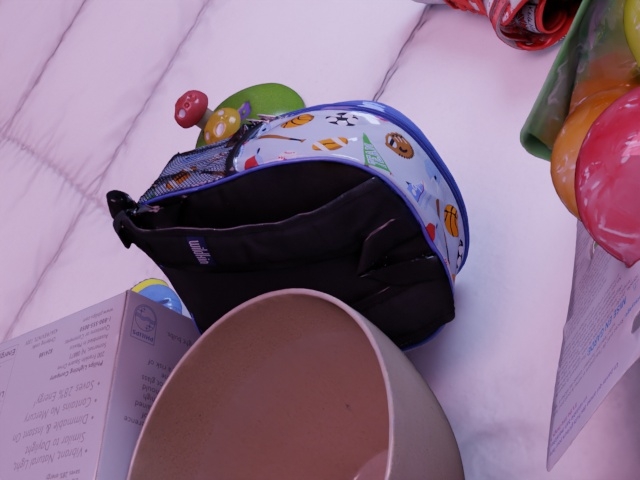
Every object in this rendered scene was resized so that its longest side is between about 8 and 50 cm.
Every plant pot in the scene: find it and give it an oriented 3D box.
[{"bbox_3d":[0.006,0.205,0.755,0.284,0.191,0.284,-27,47,34],"label":"plant pot"}]

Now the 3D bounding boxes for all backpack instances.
[{"bbox_3d":[0.000,0.000,0.864,0.263,0.276,0.213,-11,36,34],"label":"backpack"}]

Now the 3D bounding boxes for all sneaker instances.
[{"bbox_3d":[-0.243,0.143,1.165,0.209,0.069,0.082,-50,43,11],"label":"sneaker"},{"bbox_3d":[0.171,-0.257,0.964,0.270,0.090,0.145,-7,58,42],"label":"sneaker"}]

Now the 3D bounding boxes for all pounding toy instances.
[{"bbox_3d":[-0.122,-0.110,1.168,0.183,0.110,0.236,-13,57,43],"label":"pounding toy"}]

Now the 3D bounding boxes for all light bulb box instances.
[{"bbox_3d":[-0.243,0.289,0.941,0.358,0.225,0.361,-22,52,37],"label":"light bulb box"}]

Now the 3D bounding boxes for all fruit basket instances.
[{"bbox_3d":[0.236,-0.066,0.618,0.327,0.166,0.353,105,180,-49],"label":"fruit basket"}]
